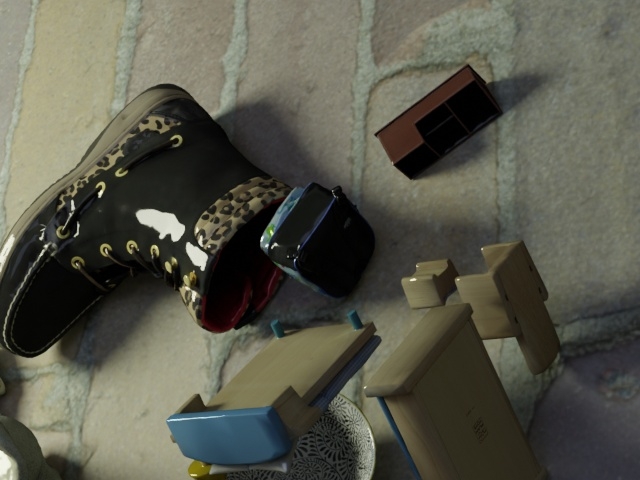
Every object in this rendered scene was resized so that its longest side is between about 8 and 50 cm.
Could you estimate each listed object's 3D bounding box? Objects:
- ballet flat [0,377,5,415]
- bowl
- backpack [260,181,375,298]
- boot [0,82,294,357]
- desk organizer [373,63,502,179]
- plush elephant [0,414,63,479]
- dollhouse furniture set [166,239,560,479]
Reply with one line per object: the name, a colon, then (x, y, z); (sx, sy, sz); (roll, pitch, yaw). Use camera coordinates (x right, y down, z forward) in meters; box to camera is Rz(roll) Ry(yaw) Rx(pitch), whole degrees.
ballet flat: (-0.413, 0.198, 2.054); (0.070, 0.070, 0.188); (-11, 62, 30)
bowl: (-0.023, 0.237, 1.727); (0.170, 0.080, 0.170); (-4, 54, 6)
backpack: (0.000, 0.000, 1.830); (0.084, 0.114, 0.105); (25, 79, 41)
boot: (-0.201, 0.022, 1.950); (0.377, 0.138, 0.284); (-50, 49, -5)
desk organizer: (0.129, -0.128, 1.854); (0.130, 0.047, 0.050); (-37, 53, 14)
plush elephant: (-0.387, 0.301, 1.848); (0.330, 0.272, 0.255); (-17, 67, -7)
dollhouse furniture set: (0.054, 0.171, 1.677); (0.303, 0.198, 0.286); (-9, 24, 39)
